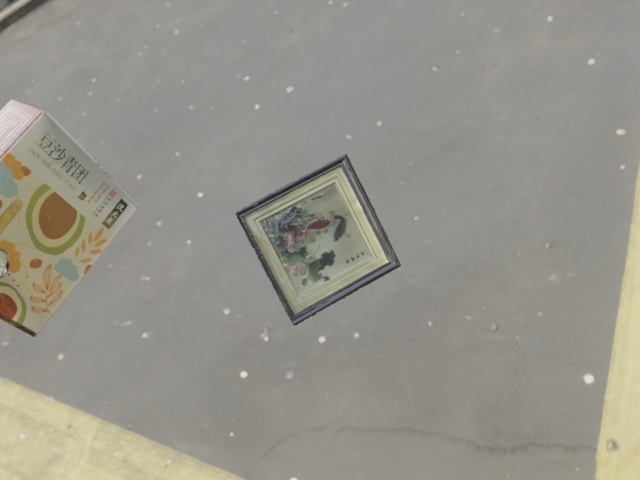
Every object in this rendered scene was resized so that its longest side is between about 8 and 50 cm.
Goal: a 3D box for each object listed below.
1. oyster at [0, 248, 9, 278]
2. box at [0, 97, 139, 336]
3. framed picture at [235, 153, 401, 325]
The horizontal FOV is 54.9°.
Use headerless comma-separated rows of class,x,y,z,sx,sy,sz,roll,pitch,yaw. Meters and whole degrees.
oyster,-0.502,0.048,0.766,0.081,0.163,0.191,45,40,21
box,-0.632,-0.038,1.312,0.122,0.344,0.385,24,70,31
framed picture,0.000,0.000,0.928,0.195,0.199,0.010,-28,10,-10
